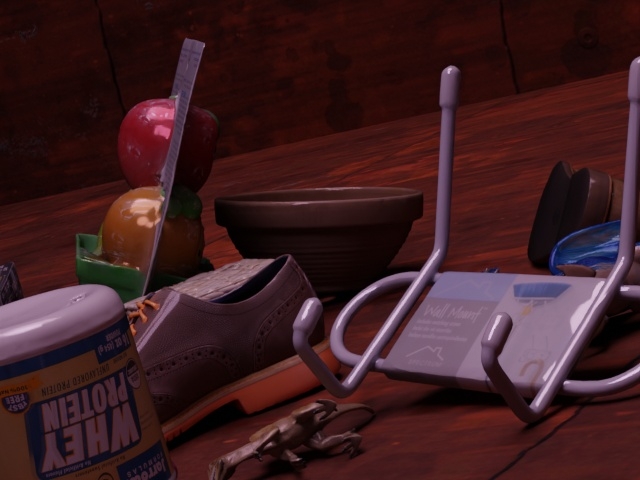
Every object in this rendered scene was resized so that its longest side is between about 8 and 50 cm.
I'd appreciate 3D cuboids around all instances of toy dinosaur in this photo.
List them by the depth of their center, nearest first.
[{"bbox_3d":[-0.012,0.148,1.553,0.183,0.053,0.092,-22,9,-34],"label":"toy dinosaur"}]

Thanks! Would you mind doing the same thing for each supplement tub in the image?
[{"bbox_3d":[-0.186,0.144,1.398,0.144,0.199,0.144,-16,9,3],"label":"supplement tub"}]

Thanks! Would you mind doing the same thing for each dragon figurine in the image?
[{"bbox_3d":[0.250,0.034,1.693,0.289,0.085,0.144,-19,9,-10],"label":"dragon figurine"}]

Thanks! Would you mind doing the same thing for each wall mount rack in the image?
[{"bbox_3d":[0.142,0.002,1.585,0.350,0.130,0.304,3,49,44],"label":"wall mount rack"}]

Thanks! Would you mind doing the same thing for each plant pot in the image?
[{"bbox_3d":[0.000,0.000,2.208,0.237,0.110,0.237,-2,4,0],"label":"plant pot"}]

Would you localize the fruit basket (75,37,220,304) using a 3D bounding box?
[{"bbox_3d":[-0.162,-0.041,2.102,0.165,0.353,0.327,17,3,-9],"label":"fruit basket"}]

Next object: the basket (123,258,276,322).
[{"bbox_3d":[-0.102,0.088,1.932,0.167,0.103,0.113,-20,10,-30],"label":"basket"}]

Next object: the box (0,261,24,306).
[{"bbox_3d":[-0.528,0.116,2.627,0.242,0.076,0.307,-16,9,-4],"label":"box"}]

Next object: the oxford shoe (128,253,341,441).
[{"bbox_3d":[-0.162,0.116,1.757,0.364,0.132,0.130,-21,10,-27],"label":"oxford shoe"}]

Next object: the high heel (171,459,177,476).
[{"bbox_3d":[-0.224,0.221,1.491,0.244,0.082,0.117,-4,38,-13],"label":"high heel"}]

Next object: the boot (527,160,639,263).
[{"bbox_3d":[0.290,-0.018,2.028,0.115,0.112,0.305,13,1,-7],"label":"boot"}]
